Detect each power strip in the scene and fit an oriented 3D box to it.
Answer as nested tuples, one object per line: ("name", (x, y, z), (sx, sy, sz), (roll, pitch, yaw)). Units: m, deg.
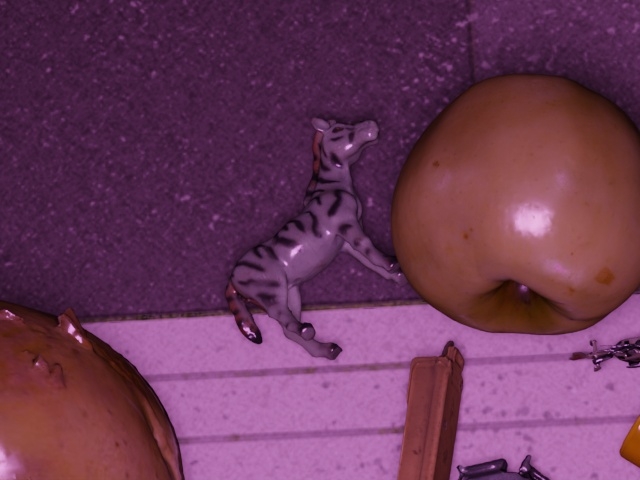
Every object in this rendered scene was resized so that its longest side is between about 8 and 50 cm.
("power strip", (0.099, 0.236, 1.777), (0.044, 0.064, 0.305), (0, 64, 22))

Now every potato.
("potato", (-0.380, 0.230, 1.684), (0.442, 0.319, 0.385), (-20, 62, 13))

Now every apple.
("apple", (0.204, -0.030, 1.769), (0.262, 0.262, 0.262), (-2, 74, 6))

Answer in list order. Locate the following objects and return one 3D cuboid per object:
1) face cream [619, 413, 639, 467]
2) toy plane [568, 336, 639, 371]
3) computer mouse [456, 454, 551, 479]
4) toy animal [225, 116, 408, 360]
("face cream", (0.423, 0.246, 1.749), (0.273, 0.078, 0.078), (32, 80, 14))
("toy plane", (0.307, 0.109, 1.816), (0.121, 0.049, 0.031), (-10, 73, 3))
("computer mouse", (0.170, 0.318, 1.764), (0.126, 0.071, 0.231), (12, 67, -4))
("toy animal", (0.016, 0.003, 1.859), (0.170, 0.090, 0.255), (22, 69, 29))
